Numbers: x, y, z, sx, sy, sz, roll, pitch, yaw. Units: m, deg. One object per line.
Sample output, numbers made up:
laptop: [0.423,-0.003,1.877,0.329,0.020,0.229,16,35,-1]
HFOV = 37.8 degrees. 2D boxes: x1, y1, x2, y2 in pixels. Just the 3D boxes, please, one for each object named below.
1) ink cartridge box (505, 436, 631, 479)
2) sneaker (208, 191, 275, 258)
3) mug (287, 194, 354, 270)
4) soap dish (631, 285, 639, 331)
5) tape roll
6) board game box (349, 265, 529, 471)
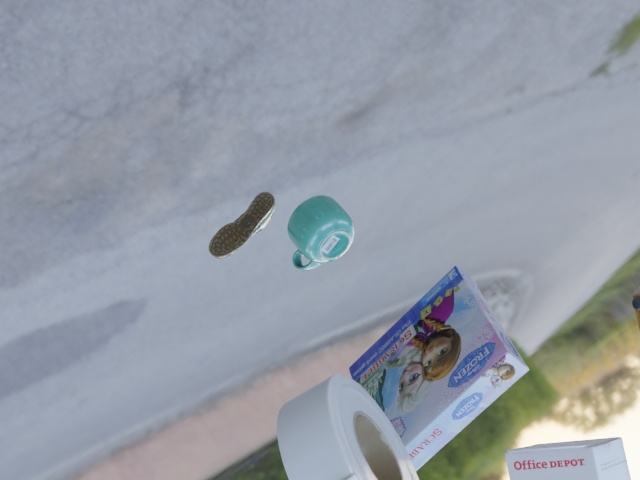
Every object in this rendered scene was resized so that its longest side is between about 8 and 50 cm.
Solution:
ink cartridge box: [0.469,0.506,1.706,0.115,0.273,0.198,-1,168,-43]
sneaker: [-0.171,-0.025,2.135,0.192,0.064,0.086,-46,168,-7]
mug: [0.008,-0.006,1.989,0.129,0.097,0.157,-21,134,-21]
soap dish: [0.657,0.186,1.575,0.118,0.291,0.229,-6,170,-31]
tape roll: [0.052,0.355,1.456,0.100,0.286,0.286,-31,167,15]
board game box: [0.211,0.245,1.787,0.318,0.066,0.318,-46,-154,13]
